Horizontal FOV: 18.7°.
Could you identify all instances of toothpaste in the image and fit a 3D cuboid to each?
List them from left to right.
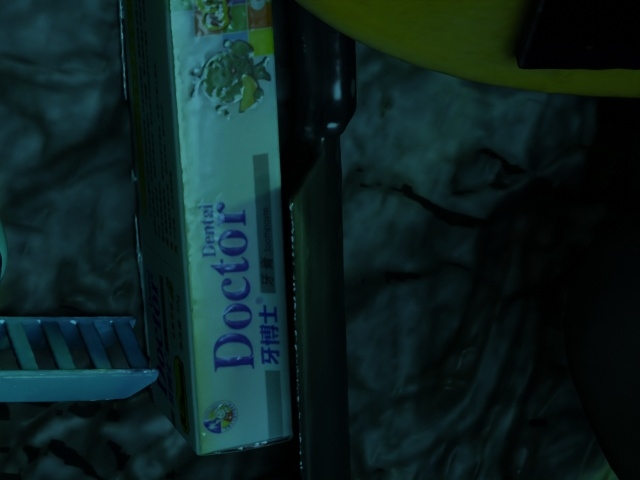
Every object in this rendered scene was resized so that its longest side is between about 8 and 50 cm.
[{"bbox_3d":[-0.035,-0.019,0.580,0.034,0.046,0.164,-10,111,-21],"label":"toothpaste"}]

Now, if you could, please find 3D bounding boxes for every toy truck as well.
[{"bbox_3d":[-0.106,0.011,0.554,0.136,0.063,0.074,2,127,-26],"label":"toy truck"}]

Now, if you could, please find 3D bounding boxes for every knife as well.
[{"bbox_3d":[0.000,0.000,0.592,0.019,0.072,0.245,1,110,10],"label":"knife"}]

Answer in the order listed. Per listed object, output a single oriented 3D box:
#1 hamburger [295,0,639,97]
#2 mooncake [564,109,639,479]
[{"bbox_3d":[0.103,-0.150,0.454,0.300,0.300,0.176,13,68,-27],"label":"hamburger"},{"bbox_3d":[0.218,0.004,0.570,0.306,0.306,0.154,-42,121,-4],"label":"mooncake"}]
